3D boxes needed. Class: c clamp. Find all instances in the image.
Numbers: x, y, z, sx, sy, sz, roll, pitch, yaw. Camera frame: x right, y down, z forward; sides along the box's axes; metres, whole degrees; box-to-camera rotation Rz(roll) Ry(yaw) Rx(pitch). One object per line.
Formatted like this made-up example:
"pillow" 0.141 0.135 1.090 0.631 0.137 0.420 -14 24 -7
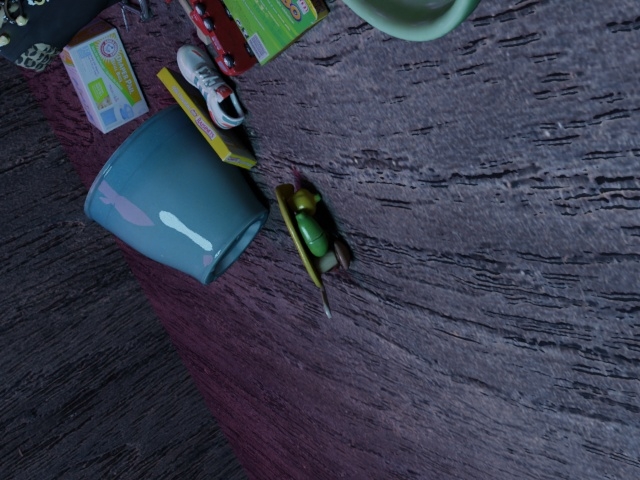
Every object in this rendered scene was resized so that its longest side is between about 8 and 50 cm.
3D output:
"c clamp" -0.346 -0.442 1.988 0.161 0.022 0.137 29 141 58

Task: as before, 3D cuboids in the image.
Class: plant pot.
"plant pot" -0.244 -0.067 1.984 0.255 0.271 0.271 39 159 6

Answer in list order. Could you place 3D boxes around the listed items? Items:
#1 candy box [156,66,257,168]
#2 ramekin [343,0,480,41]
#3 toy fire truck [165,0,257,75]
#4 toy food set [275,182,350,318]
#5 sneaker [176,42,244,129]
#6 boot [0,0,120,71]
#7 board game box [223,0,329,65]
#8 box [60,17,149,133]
"candy box" -0.196 -0.212 1.877 0.206 0.027 0.105 52 -168 17
"ramekin" 0.080 -0.328 0.862 0.303 0.148 0.303 49 160 25
"toy fire truck" -0.176 -0.338 1.666 0.192 0.047 0.135 61 162 -12
"toy food set" 0.000 0.000 1.746 0.128 0.071 0.217 -100 -13 -72
"sneaker" -0.174 -0.258 1.789 0.161 0.057 0.075 60 157 -16
"boot" -0.412 -0.411 1.603 0.138 0.284 0.377 53 -172 17
"board game box" -0.064 -0.319 1.431 0.124 0.039 0.259 59 164 -6
"box" -0.460 -0.348 2.276 0.103 0.114 0.203 37 152 51
